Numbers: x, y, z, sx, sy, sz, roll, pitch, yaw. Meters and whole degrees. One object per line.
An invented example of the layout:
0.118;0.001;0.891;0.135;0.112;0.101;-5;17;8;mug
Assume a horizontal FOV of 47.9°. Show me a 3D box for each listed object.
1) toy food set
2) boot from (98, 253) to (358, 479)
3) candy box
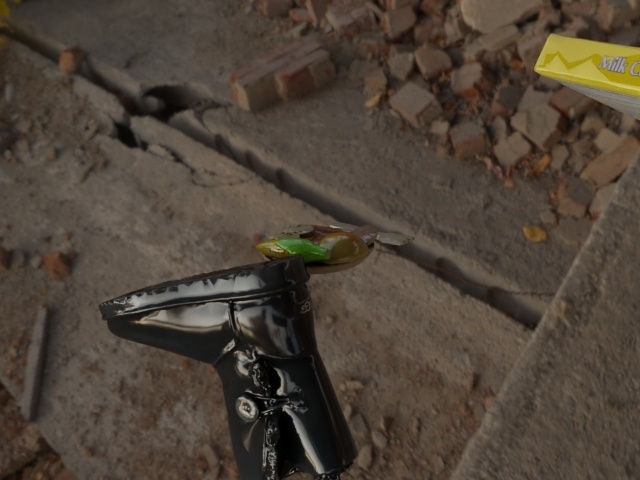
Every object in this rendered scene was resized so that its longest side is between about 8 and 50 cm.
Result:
0.000;0.000;0.773;0.132;0.039;0.192;13;25;38;toy food set
-0.094;0.134;0.685;0.246;0.094;0.207;-11;93;29;boot
0.211;-0.058;0.337;0.206;0.105;0.027;35;107;52;candy box
